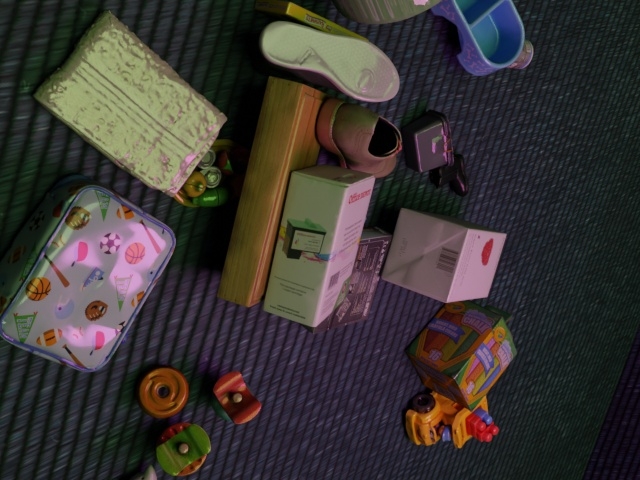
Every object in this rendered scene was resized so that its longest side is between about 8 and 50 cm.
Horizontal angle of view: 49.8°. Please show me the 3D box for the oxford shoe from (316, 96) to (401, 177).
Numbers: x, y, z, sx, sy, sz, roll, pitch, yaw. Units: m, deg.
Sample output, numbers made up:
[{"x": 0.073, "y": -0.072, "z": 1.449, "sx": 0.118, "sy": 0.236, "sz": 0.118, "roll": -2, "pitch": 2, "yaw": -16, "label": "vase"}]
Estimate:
[{"x": 0.110, "y": -0.188, "z": 1.432, "sx": 0.348, "sy": 0.130, "sz": 0.123, "roll": 17, "pitch": 91, "yaw": -66, "label": "oxford shoe"}]

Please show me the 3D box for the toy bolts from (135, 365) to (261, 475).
[{"x": -0.252, "y": 0.338, "z": 1.405, "sx": 0.228, "sy": 0.158, "sz": 0.218, "roll": -27, "pitch": 83, "yaw": -19, "label": "toy bolts"}]

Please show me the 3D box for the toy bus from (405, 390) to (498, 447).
[{"x": 0.380, "y": 0.508, "z": 1.943, "sx": 0.220, "sy": 0.211, "sz": 0.149, "roll": -31, "pitch": 126, "yaw": -27, "label": "toy bus"}]

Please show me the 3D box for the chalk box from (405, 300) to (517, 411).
[{"x": 0.410, "y": 0.283, "z": 1.901, "sx": 0.289, "sy": 0.180, "sz": 0.179, "roll": -47, "pitch": 132, "yaw": -19, "label": "chalk box"}]

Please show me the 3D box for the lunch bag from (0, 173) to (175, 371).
[{"x": -0.394, "y": 0.063, "z": 1.151, "sx": 0.243, "sy": 0.115, "sz": 0.303, "roll": 38, "pitch": 80, "yaw": -46, "label": "lunch bag"}]

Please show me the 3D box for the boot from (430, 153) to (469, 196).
[{"x": 0.325, "y": -0.155, "z": 1.743, "sx": 0.099, "sy": 0.045, "sz": 0.121, "roll": -26, "pitch": 115, "yaw": -34, "label": "boot"}]

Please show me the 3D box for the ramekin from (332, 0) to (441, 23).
[{"x": 0.128, "y": -0.535, "z": 1.251, "sx": 0.303, "sy": 0.303, "sz": 0.148, "roll": -50, "pitch": 140, "yaw": -15, "label": "ramekin"}]

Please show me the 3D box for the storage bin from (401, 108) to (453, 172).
[{"x": 0.251, "y": -0.224, "z": 1.624, "sx": 0.091, "sy": 0.098, "sz": 0.135, "roll": -26, "pitch": 123, "yaw": -19, "label": "storage bin"}]

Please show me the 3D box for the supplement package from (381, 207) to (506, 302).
[{"x": 0.304, "y": 0.035, "z": 1.661, "sx": 0.293, "sy": 0.175, "sz": 0.178, "roll": 2, "pitch": 105, "yaw": -59, "label": "supplement package"}]

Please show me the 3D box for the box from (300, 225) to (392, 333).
[{"x": 0.056, "y": 0.087, "z": 1.565, "sx": 0.183, "sy": 0.056, "sz": 0.231, "roll": -9, "pitch": 121, "yaw": -42, "label": "box"}]

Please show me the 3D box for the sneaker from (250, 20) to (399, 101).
[{"x": 0.002, "y": -0.336, "z": 1.298, "sx": 0.295, "sy": 0.147, "sz": 0.105, "roll": 12, "pitch": 97, "yaw": -26, "label": "sneaker"}]

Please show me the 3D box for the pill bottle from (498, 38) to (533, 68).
[{"x": 0.458, "y": -0.470, "z": 1.711, "sx": 0.137, "sy": 0.078, "sz": 0.078, "roll": -5, "pitch": 110, "yaw": -40, "label": "pill bottle"}]

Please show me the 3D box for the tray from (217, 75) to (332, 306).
[{"x": -0.081, "y": -0.091, "z": 1.324, "sx": 0.203, "sy": 0.076, "sz": 0.411, "roll": -18, "pitch": 125, "yaw": -73, "label": "tray"}]

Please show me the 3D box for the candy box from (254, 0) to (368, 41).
[{"x": -0.015, "y": -0.406, "z": 1.301, "sx": 0.206, "sy": 0.105, "sz": 0.027, "roll": 10, "pitch": 104, "yaw": -43, "label": "candy box"}]

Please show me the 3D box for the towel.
[{"x": -0.303, "y": -0.217, "z": 1.146, "sx": 0.282, "sy": 0.049, "sz": 0.187, "roll": 42, "pitch": 77, "yaw": -34, "label": "towel"}]

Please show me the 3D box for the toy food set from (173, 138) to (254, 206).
[{"x": -0.176, "y": -0.123, "z": 1.295, "sx": 0.218, "sy": 0.071, "sz": 0.128, "roll": -12, "pitch": 114, "yaw": -38, "label": "toy food set"}]

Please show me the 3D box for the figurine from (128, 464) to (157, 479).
[{"x": -0.384, "y": 0.576, "z": 1.385, "sx": 0.215, "sy": 0.092, "sz": 0.209, "roll": -36, "pitch": 123, "yaw": -27, "label": "figurine"}]

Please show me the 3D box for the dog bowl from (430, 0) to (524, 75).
[{"x": 0.358, "y": -0.513, "z": 1.558, "sx": 0.166, "sy": 0.074, "sz": 0.297, "roll": -42, "pitch": 116, "yaw": -12, "label": "dog bowl"}]

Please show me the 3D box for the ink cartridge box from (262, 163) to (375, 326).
[{"x": 0.000, "y": 0.000, "z": 1.346, "sx": 0.201, "sy": 0.117, "sz": 0.278, "roll": -30, "pitch": 135, "yaw": -69, "label": "ink cartridge box"}]
